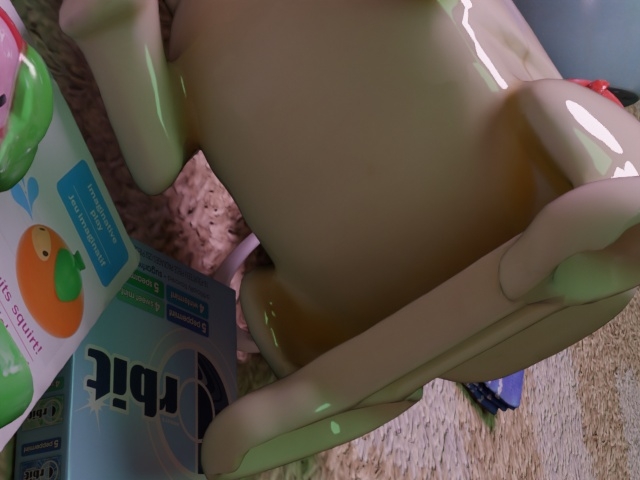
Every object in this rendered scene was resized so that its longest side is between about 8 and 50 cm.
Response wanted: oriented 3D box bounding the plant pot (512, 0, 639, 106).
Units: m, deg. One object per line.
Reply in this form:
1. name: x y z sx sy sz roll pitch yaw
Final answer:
1. plant pot: 0.328 -0.298 1.506 0.293 0.293 0.235 13 80 -62

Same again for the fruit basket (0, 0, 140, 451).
1. fruit basket: -0.184 -0.054 0.436 0.327 0.165 0.353 67 25 -19

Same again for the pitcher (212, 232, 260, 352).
1. pitcher: 0.000 0.000 0.862 0.177 0.125 0.207 24 64 -39

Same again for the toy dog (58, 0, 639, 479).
1. toy dog: 0.038 -0.120 0.699 0.395 0.284 0.408 -6 65 -52

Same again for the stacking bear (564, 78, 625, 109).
1. stacking bear: 0.279 -0.110 1.321 0.164 0.175 0.289 45 -1 6

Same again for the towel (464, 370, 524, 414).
1. towel: 0.162 0.004 1.197 0.336 0.040 0.243 50 51 -43

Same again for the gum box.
1. gum box: -0.106 0.096 0.663 0.157 0.041 0.184 32 48 -54
